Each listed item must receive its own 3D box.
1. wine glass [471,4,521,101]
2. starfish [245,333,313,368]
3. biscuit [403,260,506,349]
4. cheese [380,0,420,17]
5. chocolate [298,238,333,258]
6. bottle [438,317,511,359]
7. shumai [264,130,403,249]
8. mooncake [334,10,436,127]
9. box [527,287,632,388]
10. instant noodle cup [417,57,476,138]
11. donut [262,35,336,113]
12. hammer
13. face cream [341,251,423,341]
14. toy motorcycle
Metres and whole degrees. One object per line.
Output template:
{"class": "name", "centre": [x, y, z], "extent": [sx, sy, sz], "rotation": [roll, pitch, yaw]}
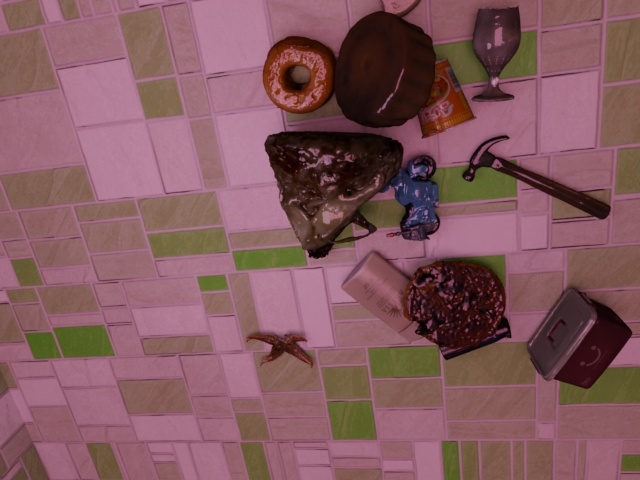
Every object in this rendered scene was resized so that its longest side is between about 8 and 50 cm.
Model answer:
{"class": "wine glass", "centre": [0.471, -0.500, 1.357], "extent": [0.127, 0.126, 0.241], "rotation": [-2, 112, 10]}
{"class": "starfish", "centre": [-0.151, 0.404, 1.873], "extent": [0.248, 0.050, 0.138], "rotation": [0, 113, 17]}
{"class": "biscuit", "centre": [0.430, 0.204, 1.630], "extent": [0.335, 0.081, 0.289], "rotation": [14, 98, -5]}
{"class": "cheese", "centre": [0.256, -0.673, 1.365], "extent": [0.192, 0.037, 0.096], "rotation": [-16, 110, 16]}
{"class": "chocolate", "centre": [0.000, 0.000, 1.645], "extent": [0.156, 0.156, 0.133], "rotation": [-1, 128, 9]}
{"class": "bottle", "centre": [0.528, 0.333, 1.721], "extent": [0.245, 0.082, 0.072], "rotation": [-25, 151, 18]}
{"class": "shumai", "centre": [0.017, -0.142, 1.431], "extent": [0.396, 0.395, 0.347], "rotation": [8, 103, 6]}
{"class": "mooncake", "centre": [0.173, -0.441, 1.341], "extent": [0.161, 0.290, 0.290], "rotation": [0, 120, -37]}
{"class": "box", "centre": [0.825, 0.320, 1.611], "extent": [0.168, 0.193, 0.293], "rotation": [20, 114, -9]}
{"class": "instant noodle cup", "centre": [0.328, -0.401, 1.410], "extent": [0.169, 0.168, 0.184], "rotation": [-20, 100, 16]}
{"class": "donut", "centre": [-0.060, -0.477, 1.456], "extent": [0.227, 0.113, 0.226], "rotation": [3, 114, 7]}
{"class": "hammer", "centre": [0.659, -0.170, 1.508], "extent": [0.440, 0.044, 0.168], "rotation": [25, 115, -2]}
{"class": "face cream", "centre": [0.253, 0.204, 1.703], "extent": [0.349, 0.081, 0.173], "rotation": [39, 106, -8]}
{"class": "toy motorcycle", "centre": [0.275, -0.120, 1.549], "extent": [0.182, 0.123, 0.271], "rotation": [-9, 110, 2]}
